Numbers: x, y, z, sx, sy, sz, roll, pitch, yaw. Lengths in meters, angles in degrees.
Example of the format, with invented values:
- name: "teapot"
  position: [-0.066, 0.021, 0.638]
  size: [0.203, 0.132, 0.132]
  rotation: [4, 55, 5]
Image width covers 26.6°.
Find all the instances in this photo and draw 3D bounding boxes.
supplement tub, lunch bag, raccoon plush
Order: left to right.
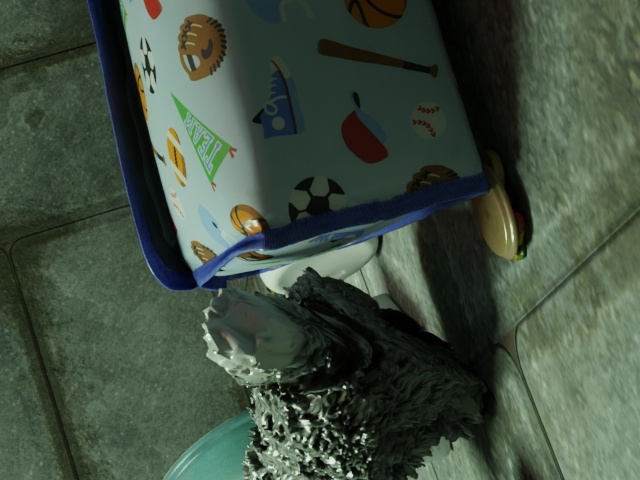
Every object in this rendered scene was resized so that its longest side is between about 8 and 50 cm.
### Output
- name: "lunch bag"
  position: [-0.064, -0.133, 1.176]
  size: [0.385, 0.238, 0.328]
  rotation: [159, 97, -71]
- name: "raccoon plush"
  position: [-0.048, 0.189, 1.277]
  size: [0.216, 0.299, 0.446]
  rotation: [38, -169, 39]
- name: "supplement tub"
  position: [-0.029, -0.053, 1.578]
  size: [0.144, 0.144, 0.200]
  rotation: [95, 156, -65]

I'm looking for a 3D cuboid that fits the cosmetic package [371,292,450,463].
- name: "cosmetic package"
  position: [0.029, 0.177, 1.543]
  size: [0.151, 0.183, 0.151]
  rotation: [-128, 23, -65]

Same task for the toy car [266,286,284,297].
- name: "toy car"
  position: [-0.024, 0.143, 2.138]
  size: [0.225, 0.053, 0.239]
  rotation: [-173, 65, -78]

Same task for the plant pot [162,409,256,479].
- name: "plant pot"
  position: [-0.033, 0.472, 2.052]
  size: [0.334, 0.341, 0.341]
  rotation: [56, 162, 35]

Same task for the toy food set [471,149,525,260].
- name: "toy food set"
  position: [0.141, -0.024, 1.072]
  size: [0.083, 0.020, 0.083]
  rotation: [87, 162, -56]
